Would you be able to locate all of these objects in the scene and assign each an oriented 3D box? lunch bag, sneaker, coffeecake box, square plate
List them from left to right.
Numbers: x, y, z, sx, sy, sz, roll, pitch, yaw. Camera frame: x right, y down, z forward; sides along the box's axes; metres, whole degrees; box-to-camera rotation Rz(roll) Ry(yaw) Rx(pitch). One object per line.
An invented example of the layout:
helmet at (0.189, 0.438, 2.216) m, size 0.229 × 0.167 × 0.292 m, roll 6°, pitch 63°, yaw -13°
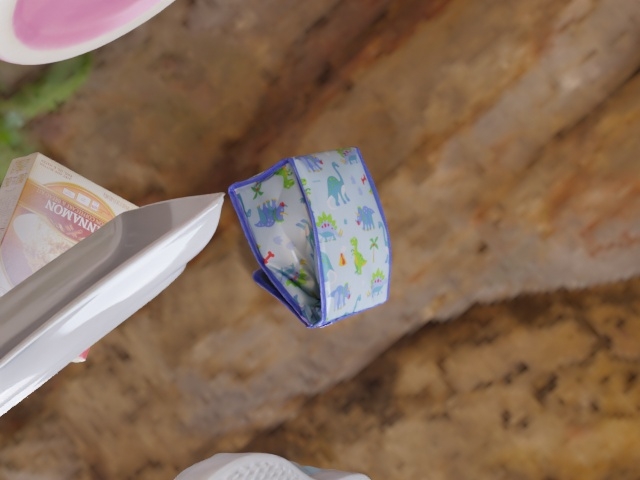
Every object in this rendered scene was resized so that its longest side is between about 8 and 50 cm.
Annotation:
square plate at (-0.262, 0.079, 1.615) m, size 0.347 × 0.049 × 0.344 m, roll -38°, pitch -169°, yaw -19°
coffeecake box at (-0.296, 0.020, 1.894) m, size 0.068 × 0.142 × 0.185 m, roll -9°, pitch -123°, yaw 54°
sneaker at (-0.079, 0.258, 1.580) m, size 0.150 × 0.135 × 0.366 m, roll 1°, pitch 169°, yaw 24°
lunch bag at (0.000, 0.000, 1.596) m, size 0.096 × 0.151 × 0.129 m, roll -26°, pitch 174°, yaw 33°

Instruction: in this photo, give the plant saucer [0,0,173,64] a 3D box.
plant saucer at (-0.162, -0.241, 1.297) m, size 0.332 × 0.084 × 0.332 m, roll -34°, pitch 168°, yaw -8°
